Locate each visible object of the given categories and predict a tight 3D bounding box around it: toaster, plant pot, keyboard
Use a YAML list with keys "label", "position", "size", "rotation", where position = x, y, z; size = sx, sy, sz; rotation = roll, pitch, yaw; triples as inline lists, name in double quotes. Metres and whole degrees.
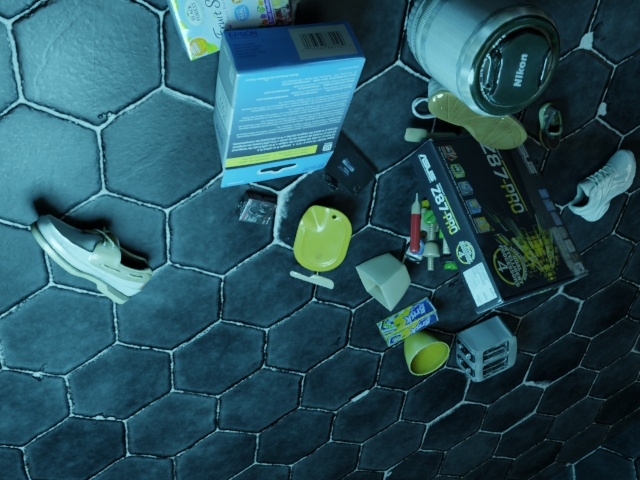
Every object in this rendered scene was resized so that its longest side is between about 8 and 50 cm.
- label: "toaster"
  position: [0.525, 0.338, 2.283]
  size: [0.185, 0.110, 0.168]
  rotation: [-22, 135, -11]
- label: "plant pot"
  position: [0.301, 0.320, 2.156]
  size: [0.134, 0.095, 0.134]
  rotation: [-15, 132, -18]
- label: "plant pot"
  position: [0.174, 0.098, 1.903]
  size: [0.096, 0.109, 0.109]
  rotation: [-39, 136, -12]
- label: "keyboard"
  position: [0.048, -0.164, 1.668]
  size: [0.108, 0.023, 0.180]
  rotation: [-46, 133, 4]

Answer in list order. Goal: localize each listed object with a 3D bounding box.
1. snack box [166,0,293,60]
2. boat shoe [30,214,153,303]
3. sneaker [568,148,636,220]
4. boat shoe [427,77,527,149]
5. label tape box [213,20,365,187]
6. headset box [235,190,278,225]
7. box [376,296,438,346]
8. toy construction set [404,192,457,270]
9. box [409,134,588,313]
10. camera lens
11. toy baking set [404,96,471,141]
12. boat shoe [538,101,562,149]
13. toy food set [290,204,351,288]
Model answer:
- label: "snack box"
  position: [-0.168, -0.440, 1.286]
  size: [0.207, 0.070, 0.175]
  rotation: [-23, 135, -8]
- label: "boat shoe"
  position: [-0.463, 0.022, 1.491]
  size: [0.103, 0.113, 0.302]
  rotation: [-37, 145, 2]
- label: "sneaker"
  position: [0.786, -0.157, 2.030]
  size: [0.115, 0.090, 0.232]
  rotation: [11, 120, -31]
- label: "boat shoe"
  position: [0.356, -0.296, 1.634]
  size: [0.277, 0.096, 0.098]
  rotation: [23, 137, -29]
- label: "label tape box"
  position: [-0.079, -0.262, 1.437]
  size: [0.249, 0.115, 0.348]
  rotation: [-12, 154, -20]
- label: "headset box"
  position: [-0.148, -0.072, 1.630]
  size: [0.083, 0.032, 0.062]
  rotation: [11, 121, -36]
- label: "box"
  position: [0.252, 0.233, 2.082]
  size: [0.168, 0.059, 0.054]
  rotation: [-28, 137, -5]
- label: "toy construction set"
  position: [0.316, -0.064, 1.790]
  size: [0.308, 0.257, 0.237]
  rotation: [16, 74, -55]
- label: "box"
  position: [0.410, -0.055, 1.667]
  size: [0.318, 0.395, 0.097]
  rotation: [-10, 162, -37]
- label: "camera lens"
  position: [0.320, -0.391, 1.442]
  size: [0.219, 0.274, 0.220]
  rotation: [-14, 129, -18]
- label: "toy baking set"
  position: [0.308, -0.310, 1.685]
  size: [0.196, 0.030, 0.256]
  rotation: [33, 101, -36]
- label: "boat shoe"
  position: [0.589, -0.282, 1.842]
  size: [0.056, 0.049, 0.152]
  rotation: [-32, 135, -1]
- label: "toy food set"
  position: [0.000, 0.000, 1.755]
  size: [0.128, 0.071, 0.218]
  rotation: [12, 121, -7]
